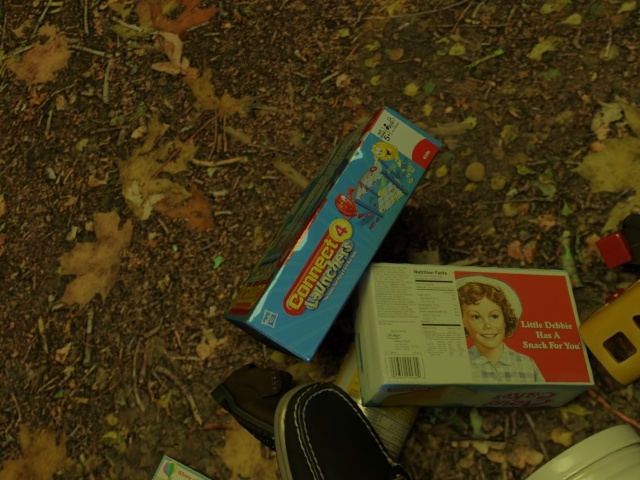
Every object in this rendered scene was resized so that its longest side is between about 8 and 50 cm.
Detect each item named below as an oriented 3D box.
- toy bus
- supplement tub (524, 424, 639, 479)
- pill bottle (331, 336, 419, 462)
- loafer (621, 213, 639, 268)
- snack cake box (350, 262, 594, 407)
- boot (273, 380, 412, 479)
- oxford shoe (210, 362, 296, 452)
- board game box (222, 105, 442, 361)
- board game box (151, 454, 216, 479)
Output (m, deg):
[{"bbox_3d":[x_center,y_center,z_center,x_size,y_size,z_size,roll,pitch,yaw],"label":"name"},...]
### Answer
[{"bbox_3d":[0.396,0.078,0.901,0.191,0.104,0.202,7,105,34],"label":"toy bus"},{"bbox_3d":[0.329,0.345,0.795,0.191,0.191,0.272,-35,58,4],"label":"supplement tub"},{"bbox_3d":[0.058,0.227,1.012,0.117,0.117,0.208,17,73,29],"label":"pill bottle"},{"bbox_3d":[0.461,0.043,0.963,0.220,0.080,0.078,28,91,36],"label":"loafer"},{"bbox_3d":[0.178,0.115,0.956,0.264,0.089,0.152,3,60,-14],"label":"snack cake box"},{"bbox_3d":[0.115,0.293,0.789,0.284,0.138,0.377,-36,76,53],"label":"boot"},{"bbox_3d":[-0.069,0.214,1.055,0.096,0.083,0.227,-47,30,-11],"label":"oxford shoe"},{"bbox_3d":[0.000,0.000,1.047,0.086,0.308,0.302,34,79,-8],"label":"board game box"},{"bbox_3d":[-0.176,0.375,1.093,0.154,0.026,0.103,18,74,29],"label":"board game box"}]
